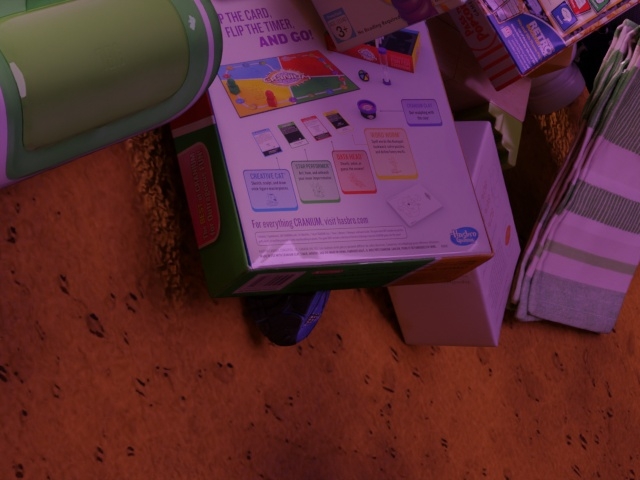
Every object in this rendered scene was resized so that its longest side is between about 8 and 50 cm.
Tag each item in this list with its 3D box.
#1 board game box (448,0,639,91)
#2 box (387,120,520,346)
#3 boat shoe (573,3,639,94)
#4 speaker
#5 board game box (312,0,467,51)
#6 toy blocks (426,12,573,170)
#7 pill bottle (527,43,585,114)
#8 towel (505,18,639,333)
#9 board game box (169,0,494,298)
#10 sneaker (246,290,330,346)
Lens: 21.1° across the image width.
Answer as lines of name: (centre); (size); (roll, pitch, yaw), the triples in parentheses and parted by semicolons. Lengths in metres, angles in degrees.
board game box: (0.200, -0.244, 1.588); (0.193, 0.045, 0.146); (-32, 93, -32)
box: (0.116, -0.005, 1.575); (0.130, 0.091, 0.170); (-71, 153, -42)
boat shoe: (0.344, -0.227, 1.868); (0.158, 0.127, 0.340); (62, -4, 2)
speaker: (-0.190, -0.114, 1.176); (0.296, 0.131, 0.131); (-29, 102, -56)
board game box: (0.107, -0.286, 1.401); (0.275, 0.144, 0.142); (-39, 107, -41)
toy blocks: (0.097, -0.284, 1.653); (0.261, 0.191, 0.381); (29, 63, -32)
pill bottle: (0.219, -0.222, 1.857); (0.169, 0.094, 0.094); (57, 37, -26)
towel: (0.319, -0.057, 1.832); (0.248, 0.038, 0.324); (12, 103, -54)
board game box: (-0.008, -0.117, 1.391); (0.242, 0.064, 0.316); (-2, 70, -35)
sneaker: (0.000, 0.000, 1.458); (0.087, 0.083, 0.221); (55, 41, -41)
